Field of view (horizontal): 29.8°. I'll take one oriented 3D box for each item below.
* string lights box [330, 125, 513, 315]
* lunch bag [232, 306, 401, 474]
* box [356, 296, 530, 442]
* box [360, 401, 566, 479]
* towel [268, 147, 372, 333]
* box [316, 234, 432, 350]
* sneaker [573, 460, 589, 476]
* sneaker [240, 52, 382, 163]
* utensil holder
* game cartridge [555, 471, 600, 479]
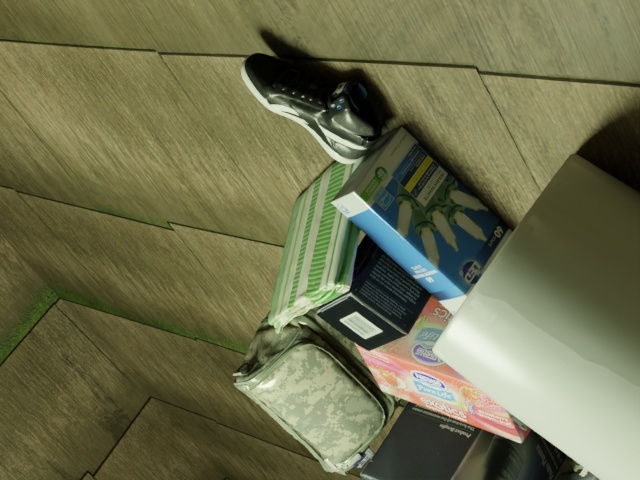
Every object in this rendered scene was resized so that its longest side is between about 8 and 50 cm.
[{"bbox_3d":[0.157,-0.022,1.707,0.260,0.133,0.077,42,155,-12],"label":"string lights box"},{"bbox_3d":[0.003,0.266,2.299,0.305,0.256,0.212,45,155,-19],"label":"lunch bag"},{"bbox_3d":[0.228,0.200,2.011,0.300,0.142,0.154,17,149,38],"label":"box"},{"bbox_3d":[0.265,0.403,2.147,0.183,0.294,0.296,14,149,42],"label":"box"},{"bbox_3d":[0.000,0.000,1.852,0.038,0.247,0.325,17,160,-14],"label":"towel"},{"bbox_3d":[0.109,0.046,1.806,0.108,0.207,0.153,36,156,-8],"label":"box"},{"bbox_3d":[0.448,0.346,2.081,0.075,0.063,0.170,25,149,24],"label":"sneaker"},{"bbox_3d":[-0.001,-0.209,1.671,0.217,0.079,0.121,38,147,-7],"label":"sneaker"},{"bbox_3d":[0.377,0.124,1.451,0.385,0.327,0.327,36,157,9],"label":"utensil holder"},{"bbox_3d":[0.586,0.543,2.268,0.297,0.062,0.198,38,152,-3],"label":"game cartridge"}]
